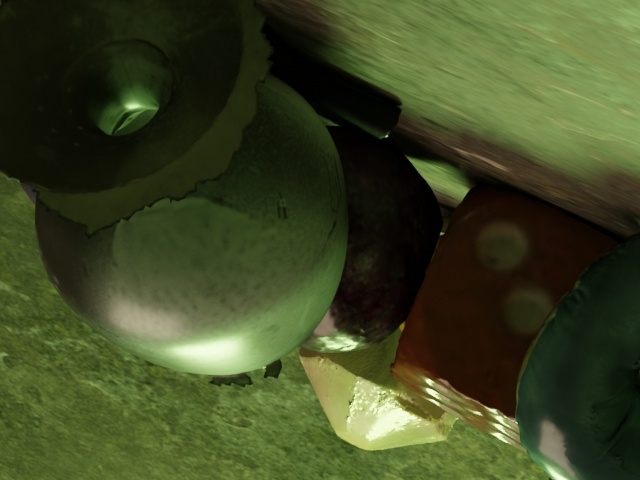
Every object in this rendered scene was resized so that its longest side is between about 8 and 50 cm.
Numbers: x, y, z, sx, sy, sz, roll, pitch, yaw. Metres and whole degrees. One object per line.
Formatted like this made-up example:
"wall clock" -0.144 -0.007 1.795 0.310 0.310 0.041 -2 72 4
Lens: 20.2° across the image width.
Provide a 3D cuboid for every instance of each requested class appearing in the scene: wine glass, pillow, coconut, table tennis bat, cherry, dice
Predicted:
"wine glass" -0.098 -0.039 1.246 0.238 0.238 0.323 24 164 25
"pillow" 0.260 0.114 1.349 0.233 0.214 0.086 27 -163 -18
"coconut" 0.093 0.145 2.258 0.233 0.245 0.233 23 174 2
"table tennis bat" -0.050 -0.139 1.320 0.236 0.027 0.150 28 174 -3
"cherry" 0.005 -0.007 1.498 0.195 0.195 0.195 26 175 2
"dice" 0.163 0.070 1.489 0.174 0.179 0.175 28 175 8

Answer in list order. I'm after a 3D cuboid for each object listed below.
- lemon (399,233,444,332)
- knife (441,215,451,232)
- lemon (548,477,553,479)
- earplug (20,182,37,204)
"lemon" 0.141 0.061 1.753 0.142 0.142 0.187 22 171 39
"knife" 0.199 0.009 1.636 0.298 0.017 0.047 15 168 44
"lemon" 0.399 0.331 1.924 0.349 0.387 0.350 3 173 0
"earplug" -0.161 -0.060 1.761 0.215 0.215 0.456 29 178 -33
